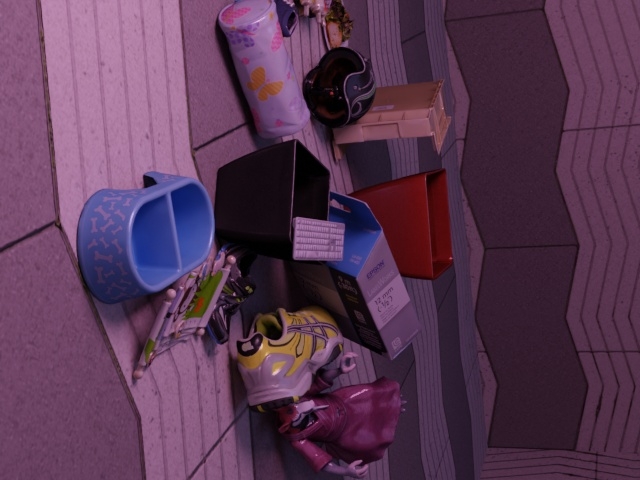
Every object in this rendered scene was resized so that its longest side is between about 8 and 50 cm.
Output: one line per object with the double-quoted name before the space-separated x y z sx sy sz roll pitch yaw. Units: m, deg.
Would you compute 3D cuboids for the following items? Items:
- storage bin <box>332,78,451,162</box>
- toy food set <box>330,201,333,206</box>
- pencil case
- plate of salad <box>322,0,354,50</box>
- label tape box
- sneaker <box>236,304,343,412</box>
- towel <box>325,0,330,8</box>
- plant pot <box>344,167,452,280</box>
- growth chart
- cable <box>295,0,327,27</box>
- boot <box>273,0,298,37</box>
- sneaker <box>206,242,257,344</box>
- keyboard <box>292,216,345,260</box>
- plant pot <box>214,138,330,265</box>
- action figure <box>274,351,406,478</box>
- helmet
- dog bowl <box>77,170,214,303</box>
"storage bin" 0.182 -0.303 2.258 0.260 0.262 0.123 -63 146 -57
"toy food set" -0.033 -0.039 1.986 0.192 0.038 0.132 -56 136 -42
"pencil case" -0.104 -0.329 1.698 0.124 0.113 0.273 -86 162 -48
"plate of salad" 0.048 -0.549 2.248 0.200 0.048 0.200 -3 90 -70
"label tape box" 0.046 0.059 1.843 0.115 0.249 0.348 -42 127 -22
"sneaker" -0.055 0.190 1.737 0.385 0.145 0.147 -52 124 -71
"towel" 0.027 -0.649 2.080 0.197 0.029 0.144 109 -10 -48
"plant pot" 0.202 -0.042 2.337 0.267 0.235 0.268 -21 107 -69
"growth chart" -0.208 0.108 1.391 0.172 0.021 0.237 -67 167 17
"cable" -0.021 -0.627 2.024 0.139 0.072 0.287 7 81 -69
"boot" -0.081 -0.469 1.819 0.069 0.086 0.190 67 28 -44
"sneaker" -0.155 0.090 1.548 0.067 0.078 0.188 57 40 -56
"keyboard" 0.000 0.000 1.601 0.256 0.014 0.072 4 83 -70
"plant pot" -0.092 -0.063 1.619 0.187 0.166 0.188 37 54 -66
"action figure" 0.009 0.360 1.867 0.370 0.275 0.248 16 76 -46
"helmet" 0.053 -0.360 2.072 0.161 0.169 0.169 -52 138 -38
"dog bowl" -0.246 -0.011 1.318 0.297 0.074 0.166 -39 124 -67
